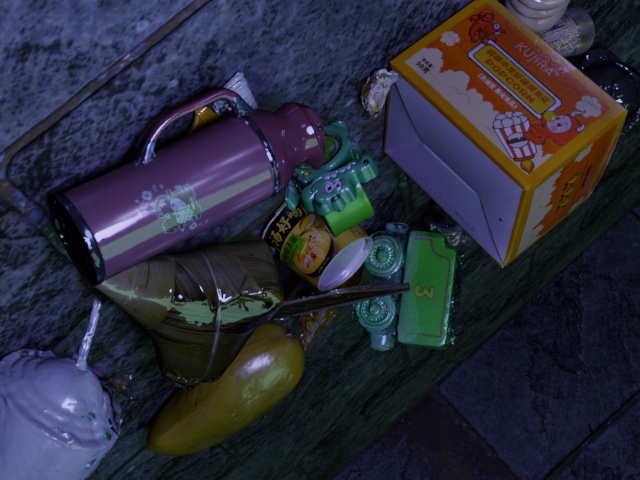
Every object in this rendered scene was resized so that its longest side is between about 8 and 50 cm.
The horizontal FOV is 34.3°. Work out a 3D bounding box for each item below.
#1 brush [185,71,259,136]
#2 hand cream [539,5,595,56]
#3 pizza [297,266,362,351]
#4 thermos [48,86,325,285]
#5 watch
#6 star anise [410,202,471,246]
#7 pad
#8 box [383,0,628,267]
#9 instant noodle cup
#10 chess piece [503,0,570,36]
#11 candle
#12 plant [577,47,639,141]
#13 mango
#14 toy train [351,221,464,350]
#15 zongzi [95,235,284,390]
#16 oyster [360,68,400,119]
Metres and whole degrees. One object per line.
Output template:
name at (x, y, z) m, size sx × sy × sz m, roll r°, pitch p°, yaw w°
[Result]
brush at (-0.184, -0.091, 1.240) m, size 0.272 × 0.013 × 0.103 m, roll -40°, pitch 159°, yaw -6°
hand cream at (0.361, -0.327, 1.712) m, size 0.203 × 0.084 × 0.084 m, roll -24°, pitch 152°, yaw -34°
pizza at (0.006, 0.113, 1.926) m, size 0.193 × 0.053 × 0.201 m, roll -55°, pitch 168°, yaw -5°
thermos at (-0.142, -0.082, 1.190) m, size 0.330 × 0.136 × 0.109 m, roll -28°, pitch 177°, yaw -23°
watch at (0.013, -0.067, 1.442) m, size 0.131 × 0.165 × 0.152 m, roll -30°, pitch 140°, yaw -4°
star anise at (0.242, -0.014, 2.077) m, size 0.229 × 0.093 × 0.236 m, roll -30°, pitch 158°, yaw -34°
pad at (-0.025, 0.106, 1.710) m, size 0.284 × 0.018 × 0.286 m, roll -14°, pitch 172°, yaw 26°
box at (0.264, -0.162, 1.547) m, size 0.214 × 0.283 × 0.259 m, roll -38°, pitch 159°, yaw -17°
instant noodle cup at (0.000, 0.000, 1.608) m, size 0.151 × 0.122 × 0.151 m, roll -39°, pitch 160°, yaw -17°
chess piece at (0.324, -0.374, 1.503) m, size 0.124 × 0.138 × 0.307 m, roll 5°, pitch 152°, yaw -5°
candle at (-0.355, 0.230, 1.323) m, size 0.330 × 0.187 × 0.187 m, roll -53°, pitch 158°, yaw 17°
plant at (0.572, -0.290, 2.064) m, size 0.142 × 0.164 × 0.256 m, roll -52°, pitch 169°, yaw 23°
mango at (-0.157, 0.262, 1.815) m, size 0.332 × 0.142 × 0.195 m, roll -42°, pitch 161°, yaw 29°
toy train at (0.165, 0.088, 1.919) m, size 0.132 × 0.188 × 0.243 m, roll 42°, pitch 54°, yaw -76°
zongzi at (-0.228, 0.114, 1.435) m, size 0.300 × 0.145 × 0.274 m, roll -2°, pitch 143°, yaw -38°
oyster at (0.078, -0.208, 1.468) m, size 0.051 × 0.034 × 0.093 m, roll -9°, pitch 141°, yaw -38°
